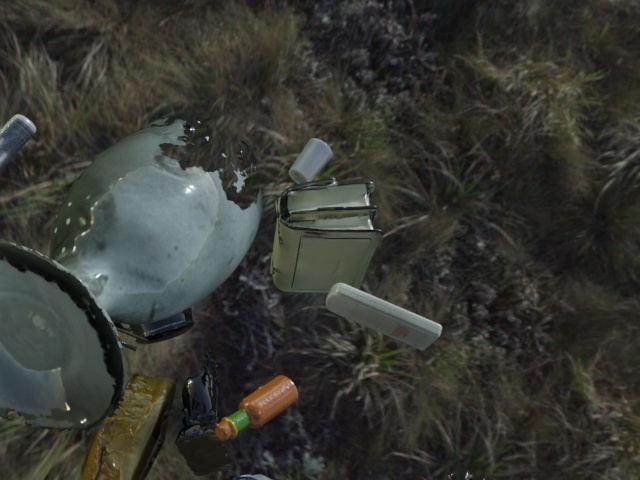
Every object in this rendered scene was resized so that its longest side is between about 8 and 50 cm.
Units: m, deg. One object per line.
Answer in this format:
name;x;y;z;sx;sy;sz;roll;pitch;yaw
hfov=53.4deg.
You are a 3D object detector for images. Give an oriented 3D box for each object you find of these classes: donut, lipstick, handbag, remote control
donut;-0.456;0.465;1.513;0.160;0.330;0.330;16;76;-4
lipstick;-0.480;-0.126;0.940;0.040;0.040;0.141;37;66;-9
handbag;0.000;0.000;1.575;0.236;0.358;0.160;-4;64;-10
remote control;0.100;0.125;1.051;0.190;0.087;0.029;22;63;2

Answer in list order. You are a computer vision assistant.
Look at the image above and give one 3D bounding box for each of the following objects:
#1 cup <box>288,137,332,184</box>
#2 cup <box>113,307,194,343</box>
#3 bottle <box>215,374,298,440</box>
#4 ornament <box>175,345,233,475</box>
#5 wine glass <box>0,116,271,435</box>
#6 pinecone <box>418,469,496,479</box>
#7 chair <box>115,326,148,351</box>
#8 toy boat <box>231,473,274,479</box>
cup;-0.026;-0.195;1.654;0.074;0.104;0.116;29;65;11
cup;-0.420;0.166;1.559;0.223;0.169;0.177;-23;82;17
bottle;-0.131;0.341;1.283;0.187;0.069;0.069;-25;88;-42
ornament;-0.281;0.414;1.577;0.106;0.251;0.260;-6;46;-1
wine glass;-0.183;0.010;0.600;0.190;0.190;0.357;43;29;-7
pinecone;0.173;0.467;0.937;0.292;0.246;0.246;-10;82;16
chair;-0.473;0.164;1.055;0.325;0.160;0.170;30;65;-12
toy boat;-0.069;0.499;1.053;0.262;0.114;0.115;37;32;19
